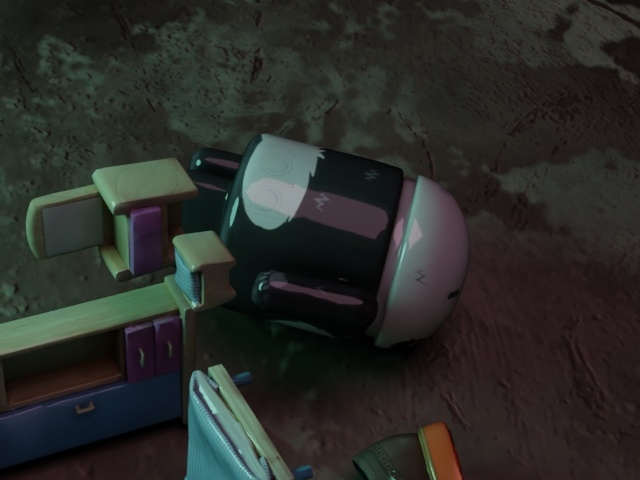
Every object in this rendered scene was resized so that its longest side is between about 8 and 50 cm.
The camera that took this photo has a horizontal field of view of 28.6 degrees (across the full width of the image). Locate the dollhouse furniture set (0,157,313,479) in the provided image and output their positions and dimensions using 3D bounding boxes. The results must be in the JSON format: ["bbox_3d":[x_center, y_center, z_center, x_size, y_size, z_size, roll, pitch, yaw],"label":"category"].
[{"bbox_3d":[-0.142,0.151,0.927,0.198,0.286,0.303,-15,42,-23],"label":"dollhouse furniture set"}]

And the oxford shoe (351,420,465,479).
[{"bbox_3d":[0.087,0.277,1.011,0.098,0.097,0.271,-14,46,2],"label":"oxford shoe"}]

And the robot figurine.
[{"bbox_3d":[-0.001,0.003,1.171,0.278,0.173,0.209,14,65,1],"label":"robot figurine"}]
